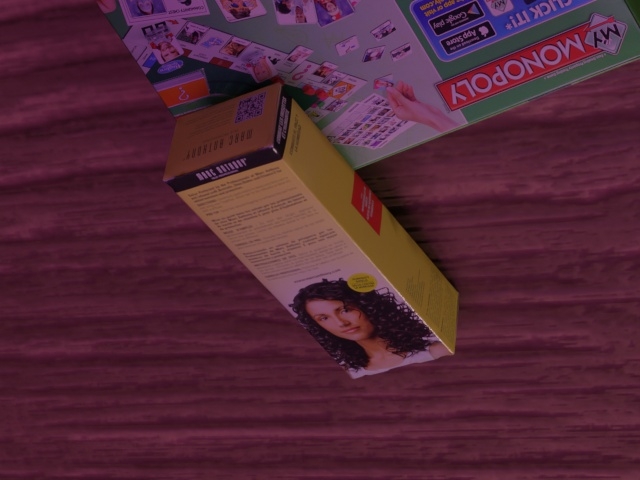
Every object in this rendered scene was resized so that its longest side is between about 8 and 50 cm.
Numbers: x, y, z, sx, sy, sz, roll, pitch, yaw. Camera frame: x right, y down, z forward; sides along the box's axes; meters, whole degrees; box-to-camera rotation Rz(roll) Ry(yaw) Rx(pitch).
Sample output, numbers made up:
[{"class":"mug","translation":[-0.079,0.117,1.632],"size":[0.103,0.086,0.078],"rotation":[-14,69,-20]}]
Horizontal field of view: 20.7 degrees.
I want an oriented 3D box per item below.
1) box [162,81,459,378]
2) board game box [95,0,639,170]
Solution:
[{"class":"box","translation":[0.000,0.000,1.149],"size":[0.087,0.058,0.232],"rotation":[-17,134,29]},{"class":"board game box","translation":[0.022,-0.156,1.086],"size":[0.317,0.046,0.213],"rotation":[-20,115,31]}]
